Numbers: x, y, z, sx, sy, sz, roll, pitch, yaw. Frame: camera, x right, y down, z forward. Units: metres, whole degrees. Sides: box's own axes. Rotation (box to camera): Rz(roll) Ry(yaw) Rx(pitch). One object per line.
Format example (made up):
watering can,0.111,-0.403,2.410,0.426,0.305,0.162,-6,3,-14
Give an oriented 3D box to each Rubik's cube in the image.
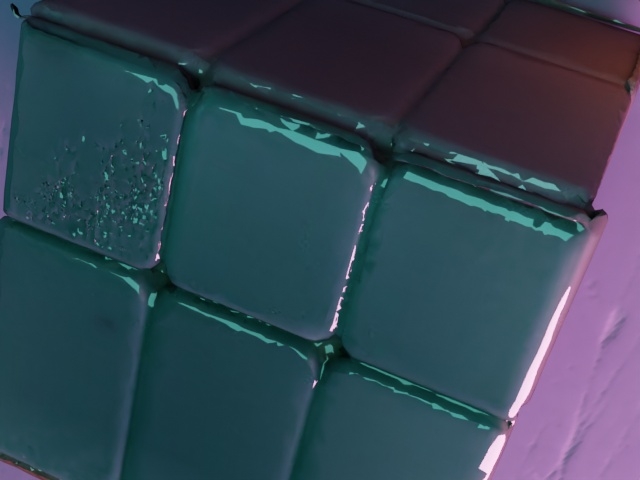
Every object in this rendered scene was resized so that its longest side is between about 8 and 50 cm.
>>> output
Rubik's cube,0.000,0.000,0.509,0.224,0.221,0.231,22,121,11
